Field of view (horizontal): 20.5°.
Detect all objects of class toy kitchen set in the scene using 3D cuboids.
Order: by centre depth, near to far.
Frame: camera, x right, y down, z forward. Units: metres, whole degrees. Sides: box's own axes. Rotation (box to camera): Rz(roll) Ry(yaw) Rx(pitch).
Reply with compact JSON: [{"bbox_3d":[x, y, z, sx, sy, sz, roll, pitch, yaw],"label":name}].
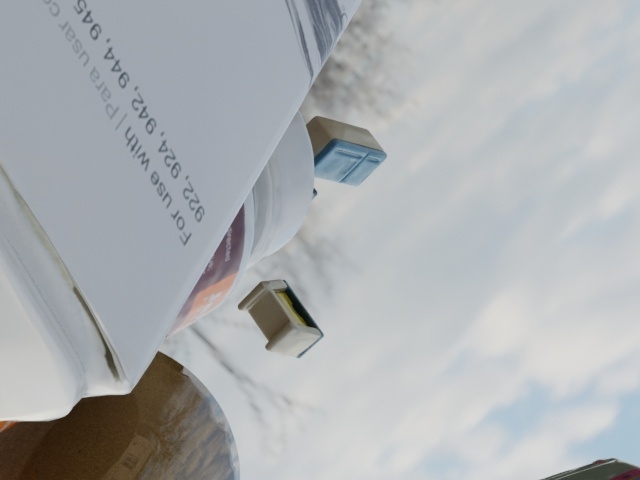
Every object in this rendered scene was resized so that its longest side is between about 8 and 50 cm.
[{"bbox_3d":[0.000,0.000,1.922,0.207,0.166,0.122,-45,157,20],"label":"toy kitchen set"}]

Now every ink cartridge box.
[{"bbox_3d":[-0.095,-0.084,0.459,0.198,0.115,0.273,-7,-144,30],"label":"ink cartridge box"}]

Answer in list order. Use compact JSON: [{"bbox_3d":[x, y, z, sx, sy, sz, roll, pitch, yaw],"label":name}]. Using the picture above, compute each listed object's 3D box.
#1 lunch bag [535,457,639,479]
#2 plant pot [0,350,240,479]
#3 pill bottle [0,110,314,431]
[{"bbox_3d":[0.195,0.256,1.056,0.107,0.224,0.279,-18,-175,-10],"label":"lunch bag"},{"bbox_3d":[-0.198,0.219,1.390,0.237,0.237,0.254,-44,-177,11],"label":"plant pot"},{"bbox_3d":[-0.190,-0.011,1.302,0.224,0.224,0.392,-37,175,40],"label":"pill bottle"}]
